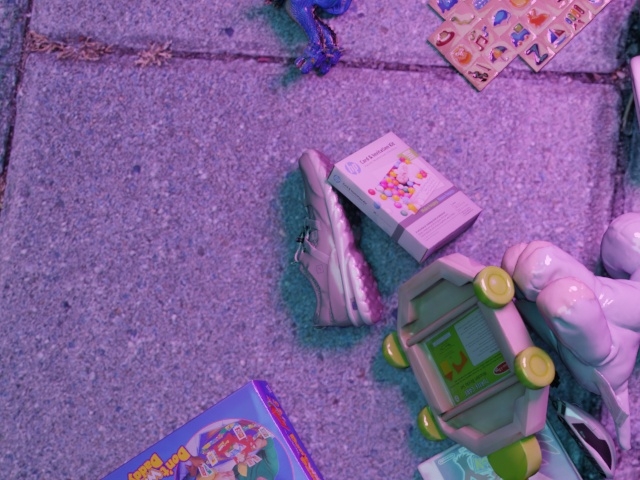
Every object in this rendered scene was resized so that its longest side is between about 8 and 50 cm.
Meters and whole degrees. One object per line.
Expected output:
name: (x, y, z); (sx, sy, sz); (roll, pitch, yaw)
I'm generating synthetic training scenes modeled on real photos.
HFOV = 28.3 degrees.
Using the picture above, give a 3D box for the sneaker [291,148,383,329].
sneaker: (0.000, 0.000, 1.884); (0.115, 0.105, 0.281); (-18, 76, 18)

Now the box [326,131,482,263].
box: (0.123, -0.066, 1.847); (0.186, 0.145, 0.038); (42, 135, 16)

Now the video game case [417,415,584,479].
video game case: (0.268, 0.356, 1.813); (0.201, 0.023, 0.183); (-31, 77, 8)

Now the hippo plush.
hippo plush: (0.408, 0.070, 1.704); (0.236, 0.234, 0.294); (-34, 59, -3)

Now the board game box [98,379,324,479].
board game box: (-0.174, 0.398, 1.890); (0.347, 0.078, 0.233); (-33, 76, 8)

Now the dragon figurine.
dragon figurine: (0.009, -0.396, 1.939); (0.144, 0.085, 0.289); (25, 94, 14)

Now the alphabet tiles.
alphabet tiles: (0.285, -0.346, 1.905); (0.237, 0.009, 0.198); (-44, 75, 6)

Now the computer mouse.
computer mouse: (0.360, 0.247, 1.776); (0.042, 0.106, 0.193); (-36, 87, -4)

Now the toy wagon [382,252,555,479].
toy wagon: (0.219, 0.196, 1.747); (0.068, 0.267, 0.344); (-18, 76, -35)

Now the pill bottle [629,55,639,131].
pill bottle: (0.572, -0.205, 1.741); (0.272, 0.152, 0.152); (-10, 81, 12)

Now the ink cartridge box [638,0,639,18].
ink cartridge box: (0.518, -0.336, 1.740); (0.154, 0.212, 0.093); (-5, 85, 13)
